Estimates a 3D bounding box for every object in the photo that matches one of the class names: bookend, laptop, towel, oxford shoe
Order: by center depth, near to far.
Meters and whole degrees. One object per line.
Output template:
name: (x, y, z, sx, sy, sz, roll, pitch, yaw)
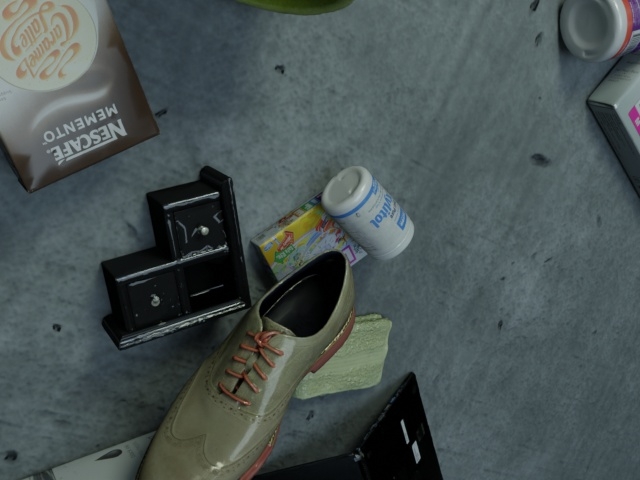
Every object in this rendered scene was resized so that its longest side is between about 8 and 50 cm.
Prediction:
oxford shoe: (-0.079, 0.139, 0.819, 0.348, 0.123, 0.130, -53, 162, -32)
bookend: (-0.169, 0.015, 0.841, 0.156, 0.072, 0.157, -16, 114, -25)
towel: (0.029, 0.157, 1.036, 0.148, 0.027, 0.110, -3, 107, -30)
laptop: (0.049, 0.354, 1.124, 0.264, 0.136, 0.234, -44, 128, -42)

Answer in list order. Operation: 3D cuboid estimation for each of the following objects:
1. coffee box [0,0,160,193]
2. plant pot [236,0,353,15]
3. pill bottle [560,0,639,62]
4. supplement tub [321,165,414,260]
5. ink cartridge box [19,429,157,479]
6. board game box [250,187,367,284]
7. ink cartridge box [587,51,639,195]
coffee box: (-0.263, -0.189, 0.699, 0.141, 0.098, 0.246, -29, 119, -19)
plant pot: (-0.046, -0.387, 0.685, 0.276, 0.276, 0.254, 27, 81, -35)
pill bottle: (0.441, -0.320, 1.072, 0.193, 0.108, 0.108, -20, 116, -25)
supplement tub: (0.057, -0.033, 0.928, 0.071, 0.071, 0.107, -51, 124, -6)
ink cartridge box: (-0.241, 0.341, 0.817, 0.307, 0.223, 0.129, -16, 113, -26)
board game box: (0.000, 0.000, 0.965, 0.154, 0.026, 0.103, -36, 122, -16)
ink cartridge box: (0.563, -0.208, 1.215, 0.239, 0.060, 0.275, -49, 124, -7)
